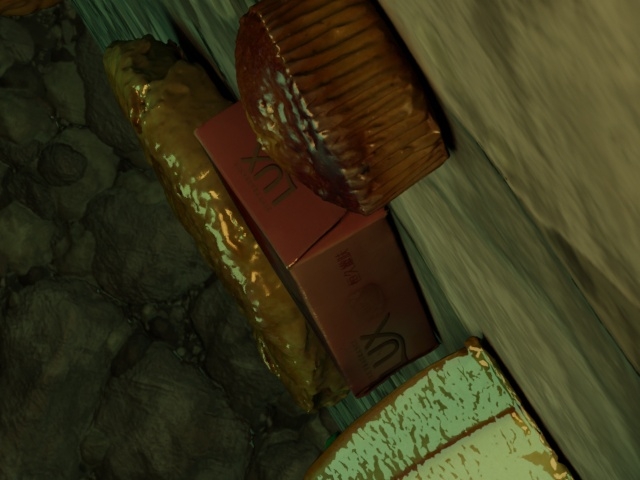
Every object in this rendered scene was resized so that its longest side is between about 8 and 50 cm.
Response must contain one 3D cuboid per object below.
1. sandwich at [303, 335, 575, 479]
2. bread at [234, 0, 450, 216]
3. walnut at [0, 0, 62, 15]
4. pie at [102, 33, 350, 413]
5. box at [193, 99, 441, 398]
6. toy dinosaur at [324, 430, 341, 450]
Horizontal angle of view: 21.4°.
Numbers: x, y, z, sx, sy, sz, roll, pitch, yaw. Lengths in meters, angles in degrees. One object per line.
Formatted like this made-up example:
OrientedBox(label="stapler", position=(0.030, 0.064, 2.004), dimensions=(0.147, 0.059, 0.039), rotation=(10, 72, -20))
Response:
OrientedBox(label="sandwich", position=(0.098, 0.108, 0.854), dimensions=(0.117, 0.144, 0.187), rotation=(57, 139, 10))
OrientedBox(label="bread", position=(0.002, -0.047, 0.575), dimensions=(0.085, 0.053, 0.085), rotation=(57, 175, 8))
OrientedBox(label="walnut", position=(-0.201, -0.216, 0.941), dimensions=(0.207, 0.167, 0.167), rotation=(53, 174, 22))
OrientedBox(label="pie", position=(-0.062, -0.016, 1.303), dimensions=(0.339, 0.083, 0.339), rotation=(60, 176, 7))
OrientedBox(label="box", position=(0.000, 0.000, 0.882), dimensions=(0.111, 0.060, 0.156), rotation=(56, 174, 36))
OrientedBox(label="toy dinosaur", position=(0.056, 0.154, 1.072), dimensions=(0.059, 0.096, 0.132), rotation=(60, 177, -41))
